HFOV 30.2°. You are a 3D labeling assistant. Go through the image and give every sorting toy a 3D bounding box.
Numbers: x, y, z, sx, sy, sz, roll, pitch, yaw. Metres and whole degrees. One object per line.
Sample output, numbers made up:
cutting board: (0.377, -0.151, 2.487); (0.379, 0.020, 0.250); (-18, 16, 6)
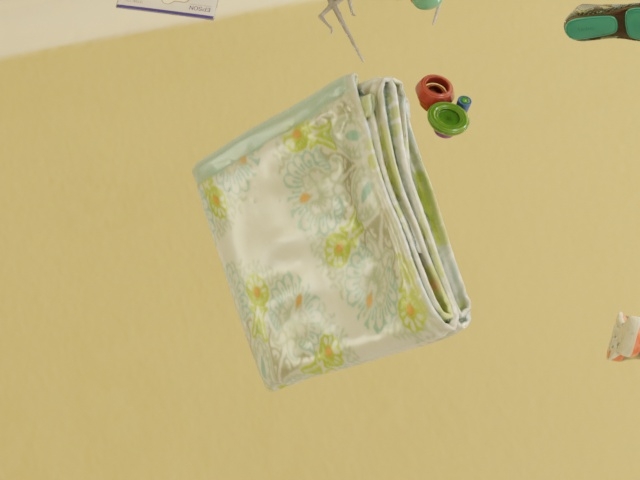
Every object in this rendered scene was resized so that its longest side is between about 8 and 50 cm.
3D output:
sorting toy: (0.147, -0.152, 1.417); (0.061, 0.102, 0.042); (-2, -38, -14)

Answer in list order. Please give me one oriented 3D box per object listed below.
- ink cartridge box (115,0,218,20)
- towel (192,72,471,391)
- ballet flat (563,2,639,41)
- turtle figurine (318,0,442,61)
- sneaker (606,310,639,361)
ink cartridge box: (-0.230, -0.537, 2.090); (0.175, 0.371, 0.069); (8, -25, 6)
towel: (0.000, 0.000, 1.450); (0.090, 0.321, 0.374); (-10, -9, -42)
ballet flat: (0.478, -0.349, 1.862); (0.188, 0.070, 0.070); (5, -10, 21)
turtle figurine: (0.077, -0.288, 1.090); (0.175, 0.234, 0.118); (-7, -8, -23)
sneaker: (0.378, 0.121, 1.395); (0.064, 0.061, 0.158); (15, 1, 5)
